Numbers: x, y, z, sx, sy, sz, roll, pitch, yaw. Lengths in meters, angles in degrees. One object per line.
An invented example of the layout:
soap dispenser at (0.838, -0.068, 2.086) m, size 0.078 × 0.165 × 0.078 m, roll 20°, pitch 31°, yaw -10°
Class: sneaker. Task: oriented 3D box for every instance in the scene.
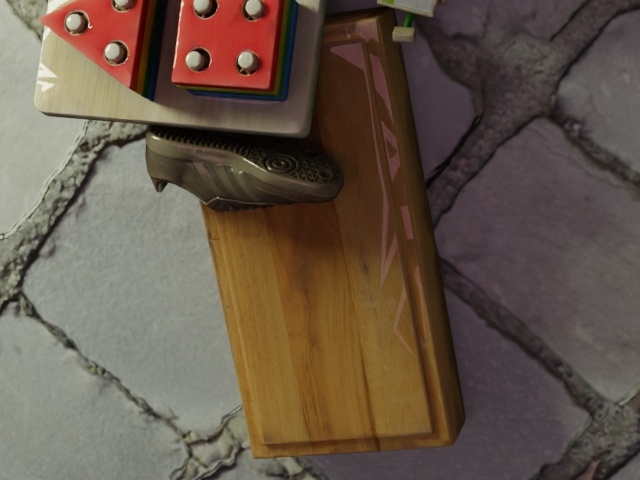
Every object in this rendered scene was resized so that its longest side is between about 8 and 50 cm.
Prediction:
sneaker at (-0.068, -0.058, 1.609) m, size 0.188 × 0.066 × 0.071 m, roll 17°, pitch 129°, yaw 16°

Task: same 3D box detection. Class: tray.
tray at (0.000, 0.000, 1.673) m, size 0.203 × 0.076 × 0.410 m, roll -6°, pitch 105°, yaw 17°

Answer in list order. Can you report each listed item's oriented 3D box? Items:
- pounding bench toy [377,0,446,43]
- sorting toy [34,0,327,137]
pounding bench toy at (0.084, -0.220, 1.578) m, size 0.052 × 0.065 × 0.083 m, roll 15°, pitch 111°, yaw 10°
sorting toy at (-0.127, -0.233, 1.566) m, size 0.256 × 0.089 × 0.257 m, roll 6°, pitch 85°, yaw 15°
